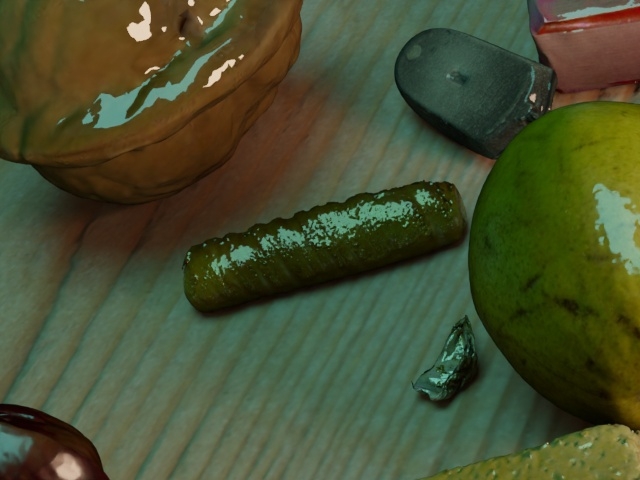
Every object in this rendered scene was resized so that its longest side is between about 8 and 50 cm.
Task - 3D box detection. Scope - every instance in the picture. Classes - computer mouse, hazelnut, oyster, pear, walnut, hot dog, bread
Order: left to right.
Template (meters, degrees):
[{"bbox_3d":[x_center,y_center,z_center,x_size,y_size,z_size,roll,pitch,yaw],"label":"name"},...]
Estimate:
[{"bbox_3d":[-0.252,0.213,1.517,0.201,0.170,0.160,-36,52,48],"label":"hazelnut"},{"bbox_3d":[-0.192,-0.221,1.882,0.383,0.383,0.383,-13,38,11],"label":"walnut"},{"bbox_3d":[0.000,0.001,1.745,0.289,0.068,0.083,-16,45,6],"label":"hot dog"},{"bbox_3d":[0.120,0.107,1.586,0.051,0.034,0.093,7,55,55],"label":"oyster"},{"bbox_3d":[0.167,-0.151,1.841,0.229,0.068,0.113,35,92,44],"label":"computer mouse"},{"bbox_3d":[0.168,0.227,1.356,0.196,0.102,0.138,-18,35,10],"label":"bread"},{"bbox_3d":[0.248,0.023,1.456,0.253,0.253,0.307,-17,46,7],"label":"pear"}]

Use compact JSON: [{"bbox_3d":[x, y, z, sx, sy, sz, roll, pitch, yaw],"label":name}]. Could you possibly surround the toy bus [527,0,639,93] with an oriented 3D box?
[{"bbox_3d":[0.361,-0.244,1.822,0.302,0.127,0.147,-8,44,15],"label":"toy bus"}]
